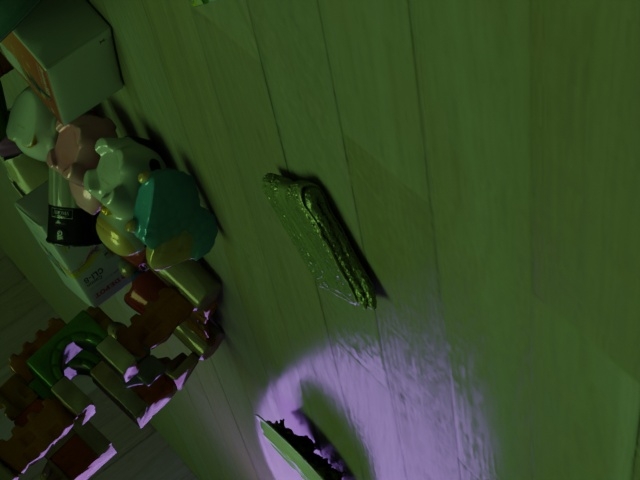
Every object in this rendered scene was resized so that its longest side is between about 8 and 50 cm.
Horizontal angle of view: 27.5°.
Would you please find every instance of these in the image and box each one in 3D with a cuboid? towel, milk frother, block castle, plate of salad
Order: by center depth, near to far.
[{"bbox_3d":[0.000,0.000,1.259,0.148,0.027,0.110,59,163,-21],"label":"towel"},{"bbox_3d":[-0.358,0.176,1.853,0.213,0.453,0.303,41,162,14],"label":"block castle"},{"bbox_3d":[-0.327,-0.067,1.904,0.143,0.129,0.135,-63,-22,-78],"label":"milk frother"},{"bbox_3d":[-0.019,0.320,1.916,0.200,0.048,0.200,44,171,9],"label":"plate of salad"}]

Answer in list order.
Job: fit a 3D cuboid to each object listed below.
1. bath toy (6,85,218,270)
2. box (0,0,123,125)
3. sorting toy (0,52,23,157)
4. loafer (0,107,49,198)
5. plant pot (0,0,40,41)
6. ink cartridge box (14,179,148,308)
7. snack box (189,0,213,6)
[{"bbox_3d":[-0.273,-0.089,1.670,0.348,0.129,0.151,36,112,40],"label":"bath toy"},{"bbox_3d":[-0.322,-0.244,1.525,0.170,0.091,0.130,48,162,19],"label":"box"},{"bbox_3d":[-0.425,-0.217,1.842,0.365,0.126,0.127,94,164,-71],"label":"sorting toy"},{"bbox_3d":[-0.475,-0.117,2.174,0.268,0.102,0.092,47,168,21],"label":"loafer"},{"bbox_3d":[-0.401,-0.321,1.332,0.255,0.272,0.271,44,168,-22],"label":"plant pot"},{"bbox_3d":[-0.369,-0.009,2.058,0.127,0.128,0.176,30,153,52],"label":"ink cartridge box"},{"bbox_3d":[-0.107,-0.256,1.018,0.141,0.037,0.100,58,161,-16],"label":"snack box"}]
